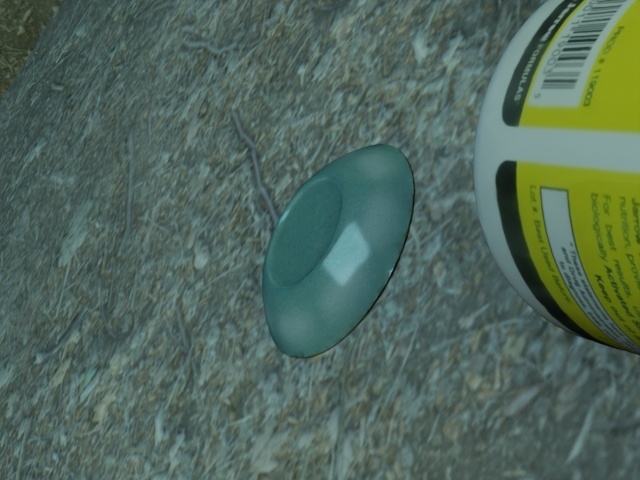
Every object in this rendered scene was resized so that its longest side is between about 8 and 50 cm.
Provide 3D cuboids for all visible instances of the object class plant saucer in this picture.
[{"bbox_3d":[0.000,0.000,0.984,0.195,0.037,0.195,-41,34,35],"label":"plant saucer"}]

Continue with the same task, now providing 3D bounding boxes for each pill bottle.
[{"bbox_3d":[0.224,-0.023,0.456,0.334,0.188,0.188,15,79,62],"label":"pill bottle"}]
